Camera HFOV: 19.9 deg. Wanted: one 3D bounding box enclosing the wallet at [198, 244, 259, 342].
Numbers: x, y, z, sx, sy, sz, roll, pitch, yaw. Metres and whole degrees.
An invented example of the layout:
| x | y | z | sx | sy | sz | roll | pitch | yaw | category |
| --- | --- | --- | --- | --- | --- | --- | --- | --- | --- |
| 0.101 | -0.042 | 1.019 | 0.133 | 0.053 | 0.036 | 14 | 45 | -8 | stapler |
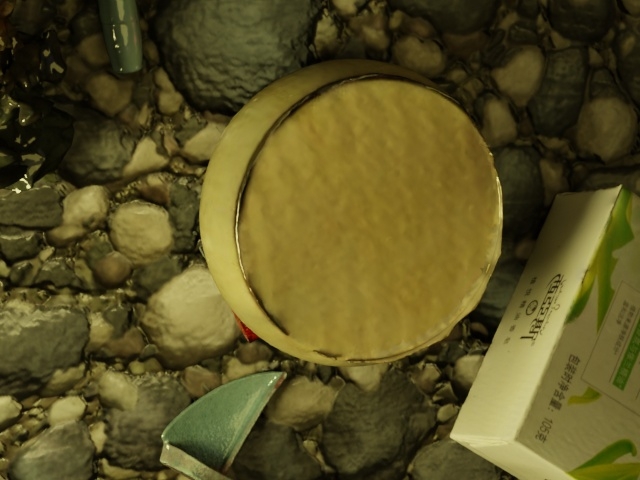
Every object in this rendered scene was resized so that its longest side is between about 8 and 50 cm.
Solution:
| x | y | z | sx | sy | sz | roll | pitch | yaw | category |
| --- | --- | --- | --- | --- | --- | --- | --- | --- | --- |
| 0.000 | 0.000 | 1.582 | 0.196 | 0.020 | 0.103 | -30 | 113 | -14 | wallet |

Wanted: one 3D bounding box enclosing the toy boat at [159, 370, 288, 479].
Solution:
| x | y | z | sx | sy | sz | roll | pitch | yaw | category |
| --- | --- | --- | --- | --- | --- | --- | --- | --- | --- |
| -0.082 | 0.155 | 1.587 | 0.096 | 0.034 | 0.122 | 33 | 80 | -27 | toy boat |

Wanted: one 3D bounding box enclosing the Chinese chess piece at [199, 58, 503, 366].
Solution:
| x | y | z | sx | sy | sz | roll | pitch | yaw | category |
| --- | --- | --- | --- | --- | --- | --- | --- | --- | --- |
| 0.027 | -0.022 | 1.519 | 0.257 | 0.104 | 0.257 | -3 | 98 | -21 | Chinese chess piece |

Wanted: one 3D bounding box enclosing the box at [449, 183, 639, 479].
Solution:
| x | y | z | sx | sy | sz | roll | pitch | yaw | category |
| --- | --- | --- | --- | --- | --- | --- | --- | --- | --- |
| 0.261 | 0.108 | 1.634 | 0.194 | 0.111 | 0.260 | 32 | 71 | -22 | box |

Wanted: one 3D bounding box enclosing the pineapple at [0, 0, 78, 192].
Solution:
| x | y | z | sx | sy | sz | roll | pitch | yaw | category |
| --- | --- | --- | --- | --- | --- | --- | --- | --- | --- |
| -0.292 | -0.138 | 1.334 | 0.223 | 0.223 | 0.357 | -41 | 126 | -9 | pineapple |

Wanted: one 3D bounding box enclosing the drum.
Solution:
| x | y | z | sx | sy | sz | roll | pitch | yaw | category |
| --- | --- | --- | --- | --- | --- | --- | --- | --- | --- |
| -0.187 | -0.258 | 1.418 | 0.130 | 0.049 | 0.253 | 2 | 102 | -24 | drum |
